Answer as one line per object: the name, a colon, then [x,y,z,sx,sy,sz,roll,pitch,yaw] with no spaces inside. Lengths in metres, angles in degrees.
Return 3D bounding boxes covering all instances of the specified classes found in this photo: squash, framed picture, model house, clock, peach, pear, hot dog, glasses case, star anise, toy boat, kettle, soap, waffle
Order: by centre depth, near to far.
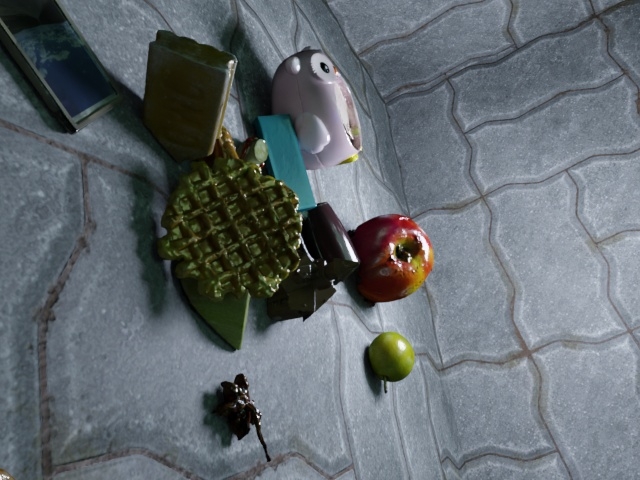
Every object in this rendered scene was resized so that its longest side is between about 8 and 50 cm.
framed picture: [-0.458,-0.326,0.872,0.260,0.023,0.189,61,21,-25]
star anise: [-0.147,0.361,1.018,0.097,0.070,0.191,-54,125,-67]
soap: [-0.278,-0.280,1.048,0.160,0.258,0.080,17,45,-9]
waffle: [-0.173,-0.022,1.053,0.301,0.068,0.325,23,64,-22]
squash: [-0.224,0.089,1.118,0.204,0.154,0.237,103,-9,-46]
hot dog: [-0.226,-0.145,1.164,0.072,0.115,0.269,4,71,-47]
model house: [-0.013,0.108,1.304,0.181,0.247,0.176,50,30,-42]
toy boat: [-0.190,-0.236,1.389,0.089,0.071,0.185,63,23,-26]
glasses case: [-0.112,-0.228,1.539,0.117,0.070,0.301,-13,82,-29]
kettle: [0.000,0.000,1.620,0.202,0.144,0.232,-23,88,-39]
clock: [-0.032,-0.436,1.703,0.368,0.250,0.377,-66,140,-59]
pear: [0.247,0.440,1.832,0.216,0.166,0.180,-64,149,-32]
peach: [0.266,0.082,2.020,0.416,0.352,0.340,140,-54,-68]

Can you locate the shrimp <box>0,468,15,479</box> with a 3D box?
shrimp: [-0.373,0.328,0.539,0.163,0.045,0.095,-91,174,-48]
